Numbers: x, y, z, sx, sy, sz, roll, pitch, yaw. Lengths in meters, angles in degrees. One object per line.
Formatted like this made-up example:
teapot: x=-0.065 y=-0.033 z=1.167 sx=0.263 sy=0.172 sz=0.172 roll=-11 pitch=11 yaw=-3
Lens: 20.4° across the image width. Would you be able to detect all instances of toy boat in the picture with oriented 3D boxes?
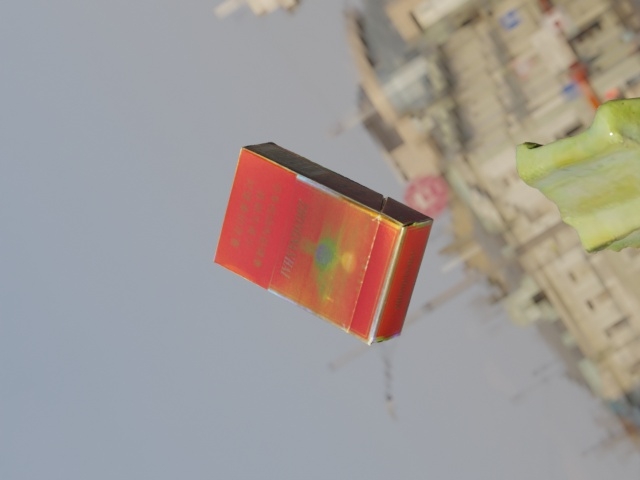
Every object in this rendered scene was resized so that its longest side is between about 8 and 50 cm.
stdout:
toy boat: x=0.242 y=-0.051 z=1.030 sx=0.276 sy=0.111 sz=0.084 roll=-13 pitch=-101 yaw=-39

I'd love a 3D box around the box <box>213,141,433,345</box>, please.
box: x=0.001 y=0.000 z=1.475 sx=0.175 sy=0.112 sz=0.048 roll=28 pitch=-157 yaw=29
